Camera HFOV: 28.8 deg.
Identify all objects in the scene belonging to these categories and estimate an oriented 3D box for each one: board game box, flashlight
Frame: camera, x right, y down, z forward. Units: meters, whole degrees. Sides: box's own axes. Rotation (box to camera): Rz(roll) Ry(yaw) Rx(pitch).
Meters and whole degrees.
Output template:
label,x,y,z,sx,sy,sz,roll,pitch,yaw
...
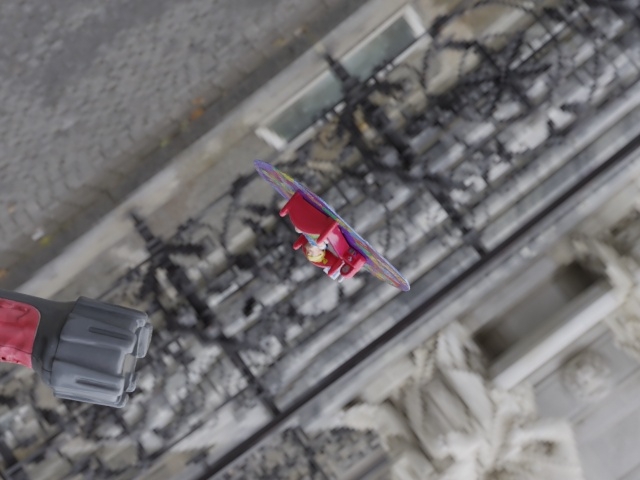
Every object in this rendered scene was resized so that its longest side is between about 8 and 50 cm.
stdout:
label,x,y,z,sx,sy,sz,roll,pitch,yaw
board game box,0.000,0.000,1.038,0.033,0.169,0.133,-51,-155,-7
flashlight,-0.298,0.069,1.000,0.103,0.304,0.103,95,9,-72
